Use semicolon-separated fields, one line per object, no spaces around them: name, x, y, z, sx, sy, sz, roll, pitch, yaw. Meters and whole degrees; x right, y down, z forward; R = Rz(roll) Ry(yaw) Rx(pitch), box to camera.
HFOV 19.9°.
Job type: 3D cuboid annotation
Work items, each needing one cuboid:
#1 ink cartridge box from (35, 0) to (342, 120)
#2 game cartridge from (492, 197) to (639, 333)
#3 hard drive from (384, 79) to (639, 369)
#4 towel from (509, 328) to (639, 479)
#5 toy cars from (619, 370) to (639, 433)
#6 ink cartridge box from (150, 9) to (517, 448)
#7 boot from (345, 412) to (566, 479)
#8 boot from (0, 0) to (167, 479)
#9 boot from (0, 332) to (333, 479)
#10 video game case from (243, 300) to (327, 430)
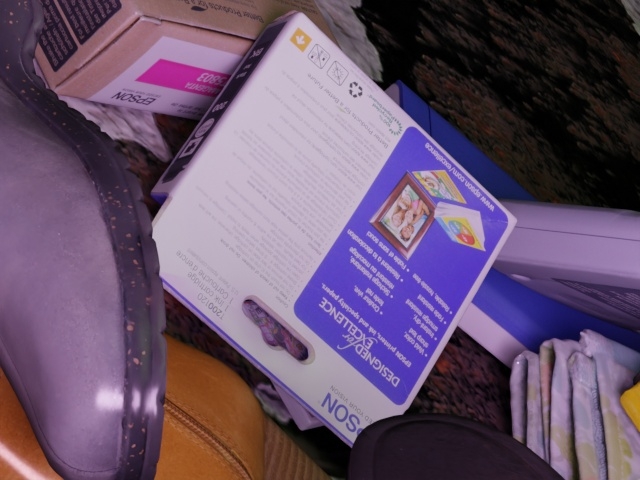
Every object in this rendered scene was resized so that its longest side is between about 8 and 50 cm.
ink cartridge box;-0.111;-0.180;1.203;0.234;0.088;0.193;7;51;-56
game cartridge;0.254;0.033;1.320;0.294;0.196;0.060;23;75;-46
hard drive;0.163;0.033;1.423;0.318;0.040;0.210;39;28;-24
towel;0.289;0.251;1.229;0.374;0.090;0.321;28;36;-20
toy cars;0.381;0.161;1.266;0.393;0.087;0.176;31;35;-17
ink cartridge box;0.000;0.000;1.123;0.206;0.045;0.208;43;59;-18
boot;0.067;0.244;0.748;0.096;0.280;0.264;-14;44;-26
boot;-0.207;-0.017;0.755;0.222;0.118;0.338;-8;47;-26
boot;-0.089;0.147;0.803;0.211;0.104;0.295;39;29;-18
video game case;0.000;0.073;1.141;0.087;0.011;0.122;58;26;15
